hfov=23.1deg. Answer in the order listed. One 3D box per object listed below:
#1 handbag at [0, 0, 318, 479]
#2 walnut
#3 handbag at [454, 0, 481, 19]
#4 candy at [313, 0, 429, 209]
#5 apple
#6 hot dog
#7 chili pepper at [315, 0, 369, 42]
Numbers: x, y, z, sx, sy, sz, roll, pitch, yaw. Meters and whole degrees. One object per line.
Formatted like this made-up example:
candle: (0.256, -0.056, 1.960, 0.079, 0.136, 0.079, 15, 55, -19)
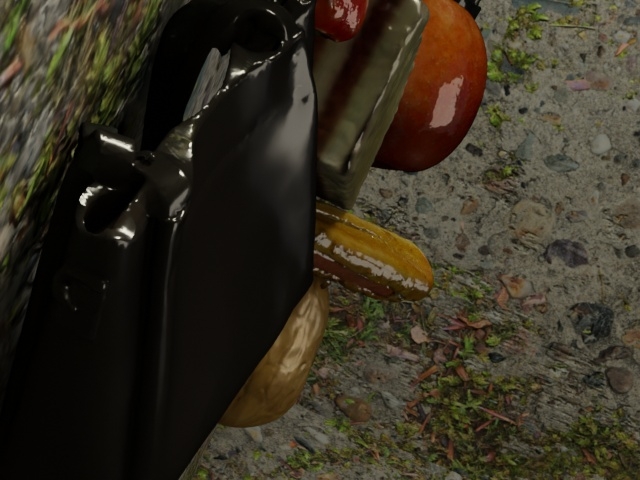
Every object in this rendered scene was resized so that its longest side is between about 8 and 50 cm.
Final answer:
handbag: (-0.083, 0.007, 0.866, 0.285, 0.113, 0.257, -55, 164, -48)
walnut: (-0.076, 0.091, 1.588, 0.197, 0.165, 0.165, -62, 179, 5)
handbag: (0.101, -0.279, 2.064, 0.254, 0.181, 0.181, -66, 172, 9)
candy: (0.004, -0.139, 1.453, 0.320, 0.135, 0.179, 60, 54, -86)
apple: (0.071, -0.178, 1.723, 0.218, 0.218, 0.201, 99, 10, -85)
hot dog: (0.002, -0.003, 1.526, 0.061, 0.286, 0.088, -34, -135, 30)
chili pepper: (-0.002, -0.194, 1.214, 0.084, 0.086, 0.192, 10, -95, 63)
